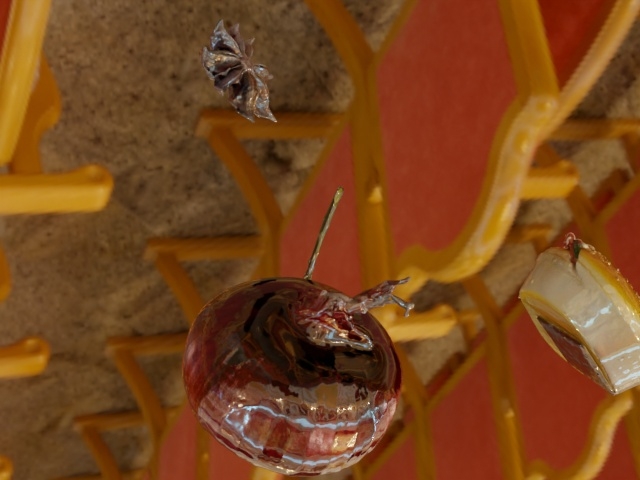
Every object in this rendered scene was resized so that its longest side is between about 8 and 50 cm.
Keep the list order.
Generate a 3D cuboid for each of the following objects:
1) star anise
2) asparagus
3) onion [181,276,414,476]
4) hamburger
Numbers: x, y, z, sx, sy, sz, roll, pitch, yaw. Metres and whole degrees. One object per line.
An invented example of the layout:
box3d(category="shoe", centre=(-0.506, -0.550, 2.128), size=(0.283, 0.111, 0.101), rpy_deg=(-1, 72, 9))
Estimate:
box3d(category="star anise", centre=(-0.132, -0.264, 1.749), size=(0.061, 0.180, 0.204), rpy_deg=(-23, -176, 23))
box3d(category="asparagus", centre=(0.000, 0.000, 1.486), size=(0.016, 0.166, 0.013), rpy_deg=(15, 167, 26))
box3d(category="onion", centre=(-0.020, 0.131, 1.262), size=(0.273, 0.273, 0.285), rpy_deg=(5, 129, -33))
box3d(category="hamburger", centre=(0.440, 0.119, 1.724), size=(0.151, 0.227, 0.295), rpy_deg=(-41, 139, -6))
